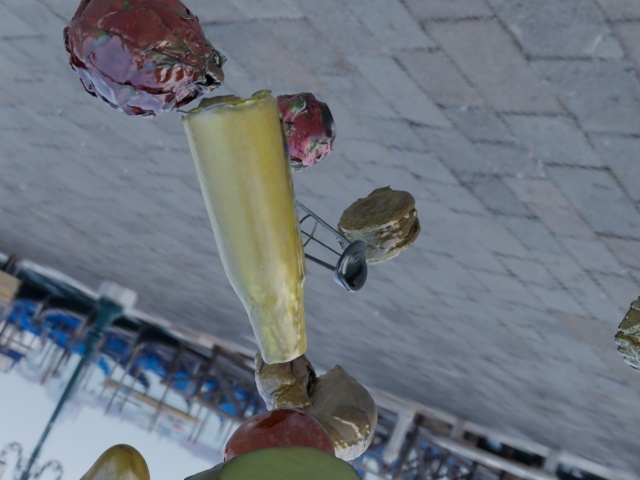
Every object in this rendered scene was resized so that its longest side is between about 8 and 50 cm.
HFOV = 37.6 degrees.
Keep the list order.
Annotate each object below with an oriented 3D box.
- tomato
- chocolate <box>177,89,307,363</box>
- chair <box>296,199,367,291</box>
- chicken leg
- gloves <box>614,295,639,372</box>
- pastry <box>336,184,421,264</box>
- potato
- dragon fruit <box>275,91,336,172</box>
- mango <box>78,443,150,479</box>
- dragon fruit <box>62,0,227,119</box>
[{"bbox_3d":[-0.058,0.346,1.395,0.151,0.187,0.187,14,162,29],"label":"tomato"},{"bbox_3d":[-0.102,-0.019,1.534,0.162,0.162,0.446,5,111,53],"label":"chocolate"},{"bbox_3d":[0.000,0.001,1.777,0.221,0.095,0.104,35,-145,22],"label":"chair"},{"bbox_3d":[-0.052,0.340,1.807,0.182,0.409,0.295,-35,87,30],"label":"chicken leg"},{"bbox_3d":[0.523,0.150,1.147,0.203,0.155,0.356,41,159,-21],"label":"gloves"},{"bbox_3d":[0.159,-0.038,2.610,0.235,0.240,0.132,31,146,64],"label":"pastry"},{"bbox_3d":[-0.084,0.295,0.934,0.141,0.298,0.176,51,145,24],"label":"potato"},{"bbox_3d":[-0.066,-0.211,1.815,0.167,0.172,0.160,79,169,-49],"label":"dragon fruit"},{"bbox_3d":[-0.356,0.442,1.573,0.138,0.253,0.113,19,-154,3],"label":"mango"},{"bbox_3d":[-0.316,-0.343,1.705,0.298,0.245,0.244,13,166,-3],"label":"dragon fruit"}]
